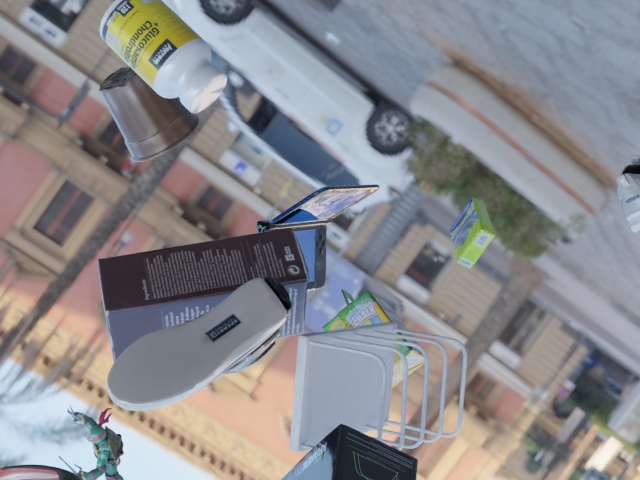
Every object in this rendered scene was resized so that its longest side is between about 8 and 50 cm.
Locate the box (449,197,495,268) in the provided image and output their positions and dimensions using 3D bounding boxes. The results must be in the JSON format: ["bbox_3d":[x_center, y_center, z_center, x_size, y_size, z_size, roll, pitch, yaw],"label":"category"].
[{"bbox_3d":[0.361,-0.024,2.501,0.042,0.109,0.178,25,-153,-15],"label":"box"}]

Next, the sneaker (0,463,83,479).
[{"bbox_3d":[-0.582,0.470,1.852,0.314,0.136,0.116,-1,169,-18],"label":"sneaker"}]

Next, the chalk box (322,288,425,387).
[{"bbox_3d":[0.101,0.196,2.178,0.213,0.132,0.132,53,-171,25],"label":"chalk box"}]

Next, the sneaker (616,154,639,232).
[{"bbox_3d":[0.603,-0.113,1.889,0.115,0.105,0.281,61,-151,-4],"label":"sneaker"}]

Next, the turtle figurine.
[{"bbox_3d":[-0.489,0.465,2.291,0.234,0.118,0.175,76,-173,-47],"label":"turtle figurine"}]

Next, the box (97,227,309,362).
[{"bbox_3d":[-0.224,0.110,2.008,0.191,0.381,0.143,96,160,-51],"label":"box"}]

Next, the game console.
[{"bbox_3d":[0.000,0.000,2.321,0.173,0.250,0.293,3,-175,29],"label":"game console"}]

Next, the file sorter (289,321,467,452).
[{"bbox_3d":[0.104,0.255,1.762,0.173,0.193,0.278,7,-175,36],"label":"file sorter"}]

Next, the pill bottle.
[{"bbox_3d":[-0.224,-0.273,1.512,0.184,0.103,0.103,44,-176,11],"label":"pill bottle"}]

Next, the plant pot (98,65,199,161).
[{"bbox_3d":[-0.363,-0.278,2.162,0.165,0.167,0.167,61,171,-27],"label":"plant pot"}]

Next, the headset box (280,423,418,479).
[{"bbox_3d":[0.005,0.438,1.395,0.131,0.246,0.283,27,-139,-15],"label":"headset box"}]

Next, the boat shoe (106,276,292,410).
[{"bbox_3d":[-0.198,0.200,1.738,0.127,0.340,0.158,52,153,22],"label":"boat shoe"}]
